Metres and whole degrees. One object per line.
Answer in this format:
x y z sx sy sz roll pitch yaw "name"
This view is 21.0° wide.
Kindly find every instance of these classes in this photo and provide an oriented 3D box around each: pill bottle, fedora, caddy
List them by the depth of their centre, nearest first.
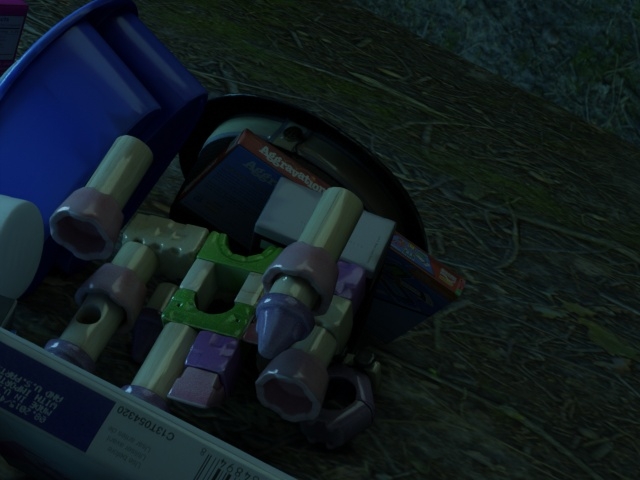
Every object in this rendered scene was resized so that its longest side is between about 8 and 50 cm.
-0.394 -0.011 1.703 0.221 0.121 0.121 12 18 17 "pill bottle"
-0.281 -0.105 1.832 0.179 0.341 0.241 42 24 8 "caddy"
-0.050 -0.007 1.965 0.334 0.334 0.152 27 55 18 "fedora"

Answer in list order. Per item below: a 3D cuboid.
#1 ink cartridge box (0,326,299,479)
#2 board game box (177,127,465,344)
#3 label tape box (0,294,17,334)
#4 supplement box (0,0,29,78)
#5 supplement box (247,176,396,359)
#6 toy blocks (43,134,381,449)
-0.120 0.207 1.387 0.324 0.071 0.330 25 -20 15 "ink cartridge box"
0.000 0.000 1.805 0.281 0.145 0.027 35 54 -13 "board game box"
-0.411 0.078 1.532 0.249 0.115 0.347 19 22 -4 "label tape box"
-0.445 -0.203 2.061 0.111 0.220 0.114 34 24 34 "supplement box"
-0.011 0.051 1.790 0.130 0.239 0.073 22 53 5 "supplement box"
-0.114 0.112 1.645 0.288 0.309 0.260 14 51 17 "toy blocks"
